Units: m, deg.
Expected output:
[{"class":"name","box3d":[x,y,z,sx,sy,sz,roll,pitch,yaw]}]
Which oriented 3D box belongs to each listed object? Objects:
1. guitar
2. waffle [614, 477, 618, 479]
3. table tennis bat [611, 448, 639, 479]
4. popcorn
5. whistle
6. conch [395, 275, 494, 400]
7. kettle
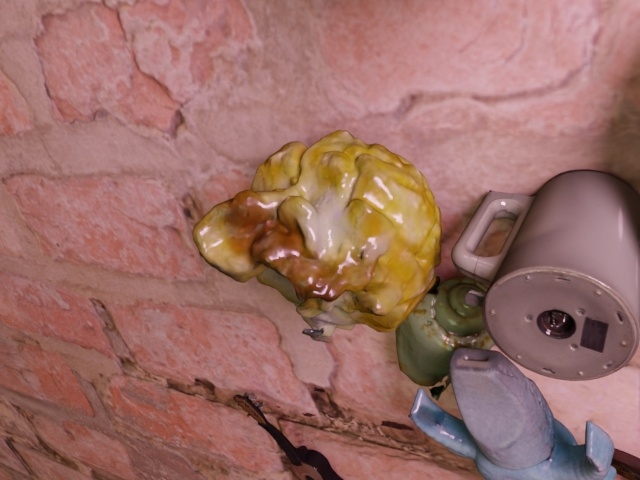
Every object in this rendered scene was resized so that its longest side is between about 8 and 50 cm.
[{"class":"guitar","box3d":[-0.041,0.321,0.909,0.083,0.038,0.271,-20,113,42]},{"class":"waffle","box3d":[0.396,0.304,0.622,0.191,0.125,0.032,58,149,34]},{"class":"table tennis bat","box3d":[0.342,0.179,0.560,0.107,0.119,0.170,31,167,-5]},{"class":"popcorn","box3d":[0.000,0.000,0.531,0.198,0.212,0.198,6,98,50]},{"class":"whistle","box3d":[0.197,0.196,0.584,0.186,0.093,0.274,0,137,42]},{"class":"conch","box3d":[0.114,0.096,0.610,0.105,0.079,0.170,41,141,20]},{"class":"kettle","box3d":[0.178,0.020,0.451,0.126,0.148,0.098,-19,113,41]}]
